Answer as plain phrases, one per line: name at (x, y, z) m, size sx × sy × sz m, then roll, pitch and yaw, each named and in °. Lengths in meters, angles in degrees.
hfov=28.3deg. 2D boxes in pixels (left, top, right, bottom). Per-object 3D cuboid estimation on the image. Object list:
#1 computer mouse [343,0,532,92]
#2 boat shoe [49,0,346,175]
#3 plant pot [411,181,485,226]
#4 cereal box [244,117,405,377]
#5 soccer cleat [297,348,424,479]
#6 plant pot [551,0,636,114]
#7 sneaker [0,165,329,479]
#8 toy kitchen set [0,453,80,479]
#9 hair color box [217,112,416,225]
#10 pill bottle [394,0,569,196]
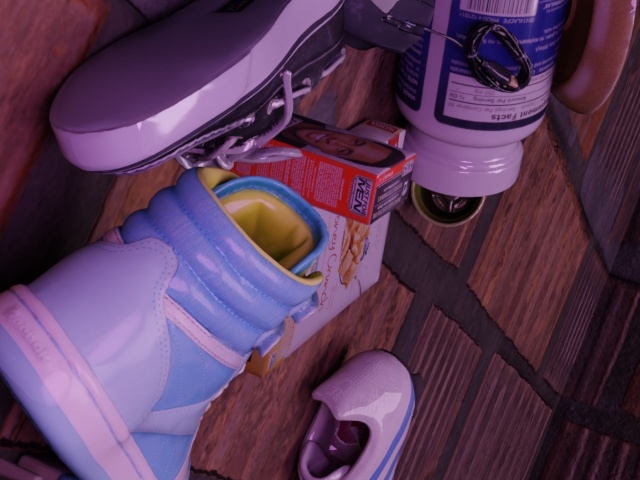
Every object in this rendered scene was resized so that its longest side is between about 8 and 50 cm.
computer mouse at (0.096, -0.173, 1.082) m, size 0.242 × 0.041 × 0.071 m, roll 16°, pitch 113°, yaw -33°
boat shoe at (-0.064, -0.099, 0.835) m, size 0.306 × 0.113 × 0.105 m, roll -55°, pitch 142°, yaw -54°
plant pot at (0.149, -0.056, 1.450) m, size 0.079 × 0.083 × 0.083 m, roll 5°, pitch 105°, yaw -80°
cereal box at (0.000, 0.000, 1.165) m, size 0.240 × 0.047 × 0.173 m, roll -36°, pitch 141°, yaw -55°
soccer cleat at (0.024, 0.269, 1.412) m, size 0.143 × 0.116 × 0.331 m, roll -24°, pitch 131°, yaw -40°
plant pot at (0.245, -0.240, 1.226) m, size 0.236 × 0.032 × 0.236 m, roll 179°, pitch -90°, yaw -82°
sneaker at (-0.078, 0.070, 0.813) m, size 0.208 × 0.127 × 0.319 m, roll -38°, pitch 163°, yaw -11°
toy kitchen set at (-0.171, 0.218, 0.782) m, size 0.122 × 0.166 × 0.207 m, roll -69°, pitch 159°, yaw -2°
hair color box at (-0.007, -0.060, 0.964) m, size 0.072 × 0.141 × 0.043 m, roll -34°, pitch 139°, yaw -57°
pill bottle at (0.152, -0.184, 1.225) m, size 0.153 × 0.153 × 0.265 m, roll -43°, pitch 147°, yaw -49°
